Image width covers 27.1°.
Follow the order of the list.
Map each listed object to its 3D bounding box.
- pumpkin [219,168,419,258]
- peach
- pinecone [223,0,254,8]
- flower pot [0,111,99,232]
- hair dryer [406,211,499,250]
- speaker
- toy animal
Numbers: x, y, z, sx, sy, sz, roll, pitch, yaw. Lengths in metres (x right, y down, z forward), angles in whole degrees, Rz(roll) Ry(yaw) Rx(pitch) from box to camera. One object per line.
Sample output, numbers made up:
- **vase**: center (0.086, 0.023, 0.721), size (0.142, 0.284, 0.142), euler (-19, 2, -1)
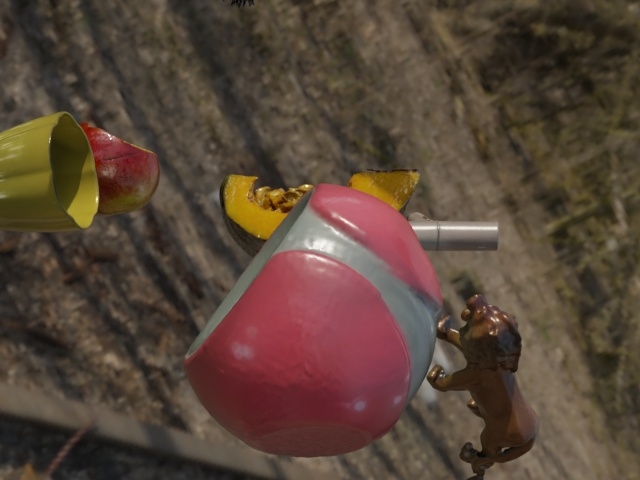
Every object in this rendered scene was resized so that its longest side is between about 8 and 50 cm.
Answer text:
- **pumpkin**: center (0.002, 0.003, 1.674), size (0.163, 0.278, 0.111), euler (63, 32, -50)
- **peach**: center (-0.404, -0.145, 2.558), size (0.190, 0.190, 0.192), euler (-87, 177, -62)
- **pinecone**: center (-0.151, -0.463, 2.351), size (0.109, 0.102, 0.102), euler (48, 19, -16)
- **flower pot**: center (-0.479, -0.100, 2.166), size (0.195, 0.179, 0.195), euler (-9, 90, -79)
- **hair dryer**: center (0.213, -0.019, 2.389), size (0.220, 0.195, 0.054), euler (-82, 172, -82)
- **speaker**: center (-0.005, 0.080, 1.417), size (0.294, 0.294, 0.294), euler (56, 17, -26)
- **toy animal**: center (0.244, 0.211, 1.898), size (0.097, 0.157, 0.312), euler (-39, 116, -39)
